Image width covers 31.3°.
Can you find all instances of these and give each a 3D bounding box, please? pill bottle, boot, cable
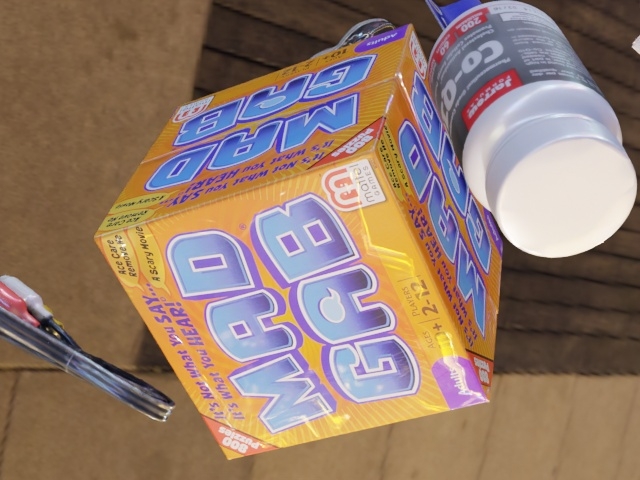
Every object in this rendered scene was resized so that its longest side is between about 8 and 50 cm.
[{"bbox_3d":[0.213,-0.120,1.178,0.283,0.161,0.161,-101,174,-54],"label":"pill bottle"},{"bbox_3d":[0.104,-0.310,2.014,0.236,0.179,0.085,-38,133,-36],"label":"boot"},{"bbox_3d":[-0.291,0.110,1.294,0.072,0.287,0.139,-63,161,-9],"label":"cable"}]

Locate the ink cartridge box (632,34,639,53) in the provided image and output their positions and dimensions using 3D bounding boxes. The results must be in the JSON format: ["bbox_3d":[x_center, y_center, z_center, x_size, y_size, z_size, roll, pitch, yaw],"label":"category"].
[{"bbox_3d":[0.628,-0.335,1.989,0.099,0.135,0.056,-49,174,28],"label":"ink cartridge box"}]

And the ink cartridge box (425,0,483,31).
[{"bbox_3d":[0.303,-0.263,1.788,0.069,0.175,0.371,-41,131,19],"label":"ink cartridge box"}]

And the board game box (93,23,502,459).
[{"bbox_3d":[0.000,0.000,1.453,0.356,0.357,0.356,63,23,-26],"label":"board game box"}]
